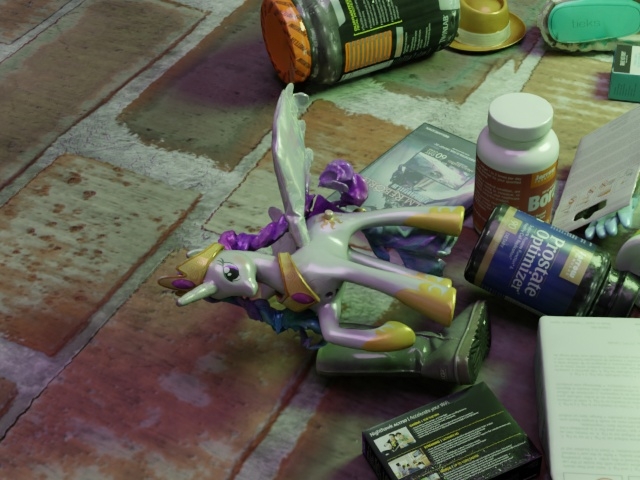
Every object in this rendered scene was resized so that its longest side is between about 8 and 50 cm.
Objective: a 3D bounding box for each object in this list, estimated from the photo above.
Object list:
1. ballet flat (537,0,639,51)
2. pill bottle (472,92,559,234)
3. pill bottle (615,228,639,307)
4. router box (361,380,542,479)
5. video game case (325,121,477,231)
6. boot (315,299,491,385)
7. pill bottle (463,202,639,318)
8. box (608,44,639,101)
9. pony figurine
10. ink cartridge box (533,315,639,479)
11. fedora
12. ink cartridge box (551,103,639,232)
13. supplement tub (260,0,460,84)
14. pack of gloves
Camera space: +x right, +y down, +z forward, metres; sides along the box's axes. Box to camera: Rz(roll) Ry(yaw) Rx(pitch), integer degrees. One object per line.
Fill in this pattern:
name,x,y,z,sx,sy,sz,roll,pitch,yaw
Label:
ballet flat,0.622,-0.432,1.872,0.408,0.147,0.147,4,42,9
pill bottle,0.291,-0.105,1.460,0.121,0.216,0.121,-3,42,2
pill bottle,0.540,-0.005,1.385,0.136,0.136,0.245,31,53,33
router box,0.158,0.259,1.191,0.179,0.046,0.133,-19,43,-16
video game case,0.166,-0.090,1.598,0.196,0.026,0.274,28,50,31
boot,0.116,0.134,1.323,0.208,0.076,0.189,-4,17,24
pill bottle,0.319,0.046,1.346,0.219,0.123,0.123,25,48,12
box,0.646,-0.290,1.754,0.244,0.060,0.100,9,43,14
pony figurine,0.000,0.000,1.301,0.363,0.303,0.351,9,38,6
ink cartridge box,0.418,0.257,1.146,0.308,0.091,0.385,1,45,7
fedora,0.315,-0.449,1.947,0.194,0.079,0.194,-3,41,2
ink cartridge box,0.446,-0.098,1.488,0.056,0.181,0.225,33,59,-16
supplement tub,0.072,-0.417,1.837,0.338,0.207,0.207,-19,44,-17
pack of gloves,0.477,-0.083,1.424,0.195,0.046,0.232,-24,11,29
